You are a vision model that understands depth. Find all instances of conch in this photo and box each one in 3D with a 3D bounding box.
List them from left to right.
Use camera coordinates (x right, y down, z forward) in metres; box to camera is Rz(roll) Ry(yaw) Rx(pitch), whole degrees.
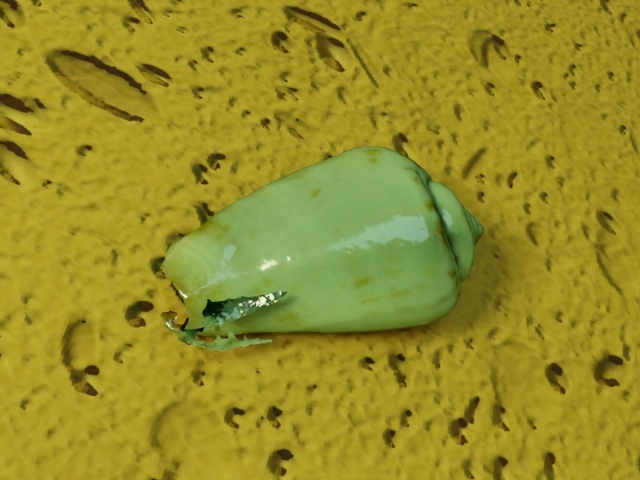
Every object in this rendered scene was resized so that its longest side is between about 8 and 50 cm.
[{"bbox_3d":[0.000,0.000,0.452,0.170,0.079,0.106,-10,50,-16],"label":"conch"}]
